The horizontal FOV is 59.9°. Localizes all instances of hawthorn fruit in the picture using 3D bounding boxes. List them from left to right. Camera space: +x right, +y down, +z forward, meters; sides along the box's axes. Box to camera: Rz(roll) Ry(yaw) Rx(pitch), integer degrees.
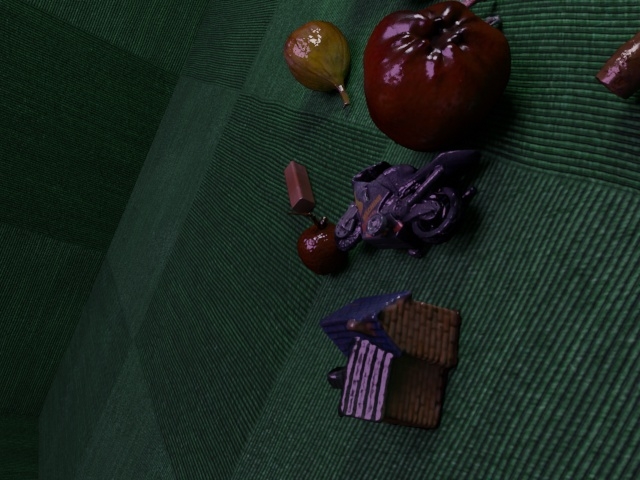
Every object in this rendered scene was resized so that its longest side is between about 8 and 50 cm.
[{"bbox_3d":[0.171,-0.242,0.891,0.260,0.224,0.224,96,176,-62],"label":"hawthorn fruit"}]

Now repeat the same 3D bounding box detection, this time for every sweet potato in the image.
[{"bbox_3d":[0.439,-0.283,0.629,0.281,0.059,0.067,-49,1,24],"label":"sweet potato"}]

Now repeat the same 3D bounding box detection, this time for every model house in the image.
[{"bbox_3d":[0.081,0.170,0.809,0.167,0.172,0.182,-16,60,52],"label":"model house"}]

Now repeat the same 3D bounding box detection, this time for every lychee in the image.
[{"bbox_3d":[0.002,0.006,1.082,0.101,0.115,0.140,45,144,28],"label":"lychee"}]

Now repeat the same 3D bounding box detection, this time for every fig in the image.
[{"bbox_3d":[0.012,-0.403,1.317,0.159,0.159,0.257,-46,55,34],"label":"fig"}]

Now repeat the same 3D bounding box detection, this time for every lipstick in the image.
[{"bbox_3d":[-0.051,-0.125,1.313,0.045,0.045,0.145,-47,37,29],"label":"lipstick"}]

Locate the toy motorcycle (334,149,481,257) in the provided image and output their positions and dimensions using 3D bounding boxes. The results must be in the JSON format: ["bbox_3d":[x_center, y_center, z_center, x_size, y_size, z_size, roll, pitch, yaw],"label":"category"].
[{"bbox_3d":[0.131,-0.065,0.940,0.307,0.108,0.173,-7,61,54],"label":"toy motorcycle"}]

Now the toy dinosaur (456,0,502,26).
[{"bbox_3d":[0.232,-0.374,0.960,0.168,0.053,0.242,-21,29,13],"label":"toy dinosaur"}]
